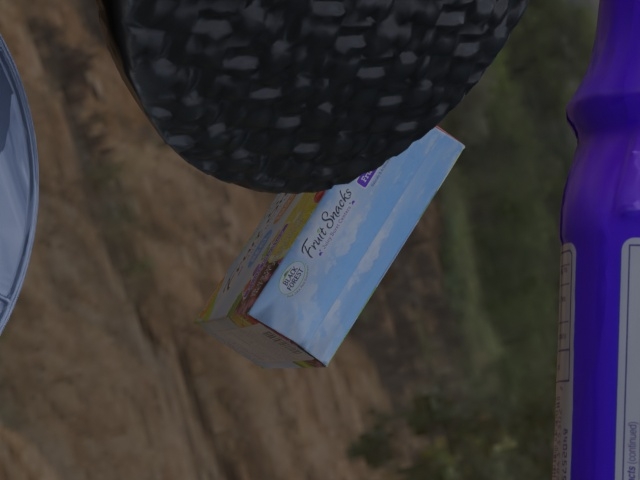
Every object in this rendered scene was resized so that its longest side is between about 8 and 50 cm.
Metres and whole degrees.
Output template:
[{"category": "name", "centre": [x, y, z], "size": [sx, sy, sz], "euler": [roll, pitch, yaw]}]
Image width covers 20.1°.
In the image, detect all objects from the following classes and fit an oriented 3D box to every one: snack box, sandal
[{"category": "snack box", "centre": [0.000, 0.000, 1.236], "size": [0.070, 0.174, 0.207], "euler": [34, -12, -7]}, {"category": "sandal", "centre": [-0.028, -0.178, 0.530], "size": [0.107, 0.167, 0.445], "euler": [61, -5, 36]}]

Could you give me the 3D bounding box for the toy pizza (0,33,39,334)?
[{"category": "toy pizza", "centre": [-0.186, -0.019, 0.621], "size": [0.201, 0.032, 0.201], "euler": [-3, 94, -43]}]

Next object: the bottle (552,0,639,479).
[{"category": "bottle", "centre": [0.150, 0.015, 0.774], "size": [0.118, 0.092, 0.282], "euler": [24, 67, -70]}]
